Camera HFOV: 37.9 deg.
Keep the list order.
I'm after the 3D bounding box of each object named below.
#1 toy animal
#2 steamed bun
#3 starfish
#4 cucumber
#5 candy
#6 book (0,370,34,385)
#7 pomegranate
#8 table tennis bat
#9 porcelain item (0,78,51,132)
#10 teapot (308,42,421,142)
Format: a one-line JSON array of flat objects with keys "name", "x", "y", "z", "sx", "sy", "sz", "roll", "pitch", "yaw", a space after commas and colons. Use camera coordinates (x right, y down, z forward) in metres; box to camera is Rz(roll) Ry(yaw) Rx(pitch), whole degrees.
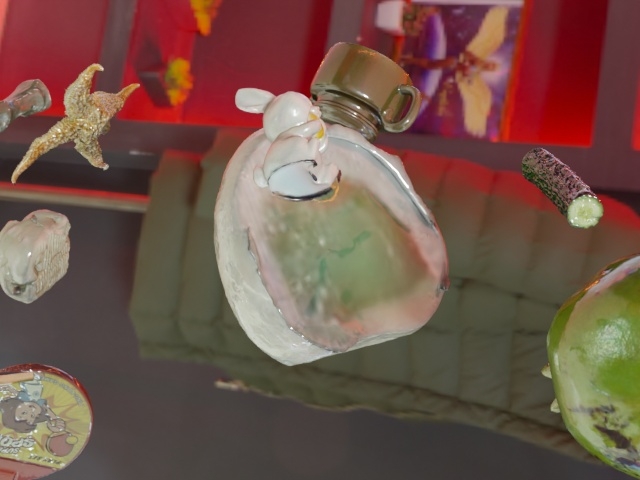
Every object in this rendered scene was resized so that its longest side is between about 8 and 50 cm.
[{"name": "toy animal", "x": -0.027, "y": -0.101, "z": 0.896, "sx": 0.071, "sy": 0.085, "sz": 0.124, "roll": 28, "pitch": 46, "yaw": -44}, {"name": "steamed bun", "x": -0.657, "y": 0.020, "z": 2.093, "sx": 0.218, "sy": 0.144, "sz": 0.211, "roll": -61, "pitch": 171, "yaw": -50}, {"name": "starfish", "x": -0.493, "y": -0.233, "z": 1.986, "sx": 0.301, "sy": 0.084, "sz": 0.293, "roll": -57, "pitch": 173, "yaw": 9}, {"name": "cucumber", "x": 0.338, "y": -0.075, "z": 1.300, "sx": 0.187, "sy": 0.058, "sz": 0.058, "roll": -111, "pitch": -167, "yaw": -63}, {"name": "candy", "x": 0.000, "y": 0.000, "z": 1.588, "sx": 0.386, "sy": 0.186, "sz": 0.426, "roll": -28, "pitch": 96, "yaw": -21}, {"name": "book", "x": -0.635, "y": 0.225, "z": 1.433, "sx": 0.322, "sy": 0.228, "sz": 0.018, "roll": 5, "pitch": 81, "yaw": -65}, {"name": "pomegranate", "x": 0.374, "y": 0.154, "z": 1.082, "sx": 0.340, "sy": 0.261, "sz": 0.260, "roll": 133, "pitch": -24, "yaw": -64}, {"name": "table tennis bat", "x": -0.628, "y": 0.421, "z": 1.930, "sx": 0.414, "sy": 0.268, "sz": 0.051, "roll": -61, "pitch": -155, "yaw": 21}, {"name": "porcelain item", "x": -0.616, "y": -0.247, "z": 1.796, "sx": 0.215, "sy": 0.081, "sz": 0.069, "roll": -45, "pitch": 125, "yaw": -54}, {"name": "teapot", "x": 0.073, "y": -0.257, "z": 1.788, "sx": 0.186, "sy": 0.268, "sz": 0.175, "roll": 35, "pitch": 77, "yaw": -49}]
